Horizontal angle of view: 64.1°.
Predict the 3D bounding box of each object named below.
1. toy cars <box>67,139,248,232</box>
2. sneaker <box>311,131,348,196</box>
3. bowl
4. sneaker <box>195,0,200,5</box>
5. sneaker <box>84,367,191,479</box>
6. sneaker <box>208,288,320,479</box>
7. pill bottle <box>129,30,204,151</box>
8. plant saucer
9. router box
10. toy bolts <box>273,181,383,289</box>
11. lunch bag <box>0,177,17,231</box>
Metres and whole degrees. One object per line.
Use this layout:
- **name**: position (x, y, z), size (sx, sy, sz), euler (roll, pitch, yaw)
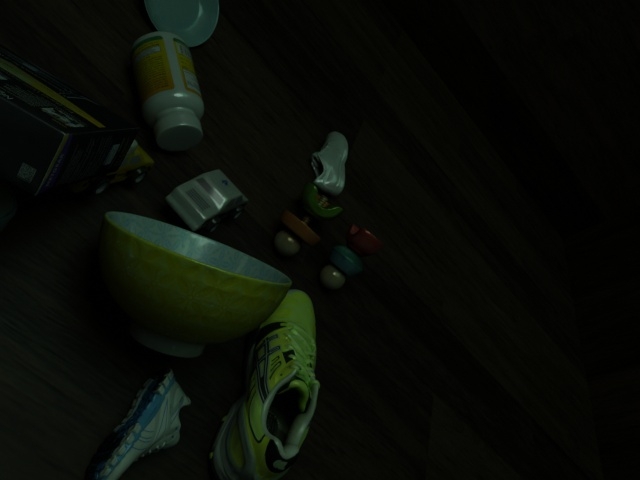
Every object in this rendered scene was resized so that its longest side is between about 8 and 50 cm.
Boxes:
- **toy cars**: position (-0.267, -0.118, 0.891), size (0.394, 0.087, 0.176), euler (20, 36, -42)
- **sneaker**: position (0.016, -0.220, 1.357), size (0.094, 0.080, 0.212), euler (21, 50, -26)
- **bowl**: position (-0.202, 0.080, 0.767), size (0.289, 0.289, 0.156), euler (20, 92, -42)
- **sneaker**: position (-0.324, -0.580, 1.202), size (0.188, 0.067, 0.078), euler (-18, 77, -56)
- **sneaker**: position (-0.235, 0.268, 0.698), size (0.083, 0.071, 0.190), euler (54, 35, -18)
- **sneaker**: position (-0.053, 0.235, 0.874), size (0.145, 0.147, 0.384), euler (39, 39, -24)
- **pill bottle**: position (-0.290, -0.283, 0.984), size (0.118, 0.118, 0.208), euler (4, 62, -49)
- **plant saucer**: position (-0.318, -0.538, 1.152), size (0.195, 0.037, 0.194), euler (-18, 115, -44)
- **router box**: position (-0.411, -0.183, 0.624), size (0.309, 0.081, 0.243), euler (31, 11, -8)
- **toy bolts**: position (0.000, 0.000, 1.166), size (0.228, 0.158, 0.218), euler (39, -2, -11)
- **lunch bag**: position (-0.507, -0.041, 0.552), size (0.224, 0.108, 0.279), euler (47, 34, -7)
